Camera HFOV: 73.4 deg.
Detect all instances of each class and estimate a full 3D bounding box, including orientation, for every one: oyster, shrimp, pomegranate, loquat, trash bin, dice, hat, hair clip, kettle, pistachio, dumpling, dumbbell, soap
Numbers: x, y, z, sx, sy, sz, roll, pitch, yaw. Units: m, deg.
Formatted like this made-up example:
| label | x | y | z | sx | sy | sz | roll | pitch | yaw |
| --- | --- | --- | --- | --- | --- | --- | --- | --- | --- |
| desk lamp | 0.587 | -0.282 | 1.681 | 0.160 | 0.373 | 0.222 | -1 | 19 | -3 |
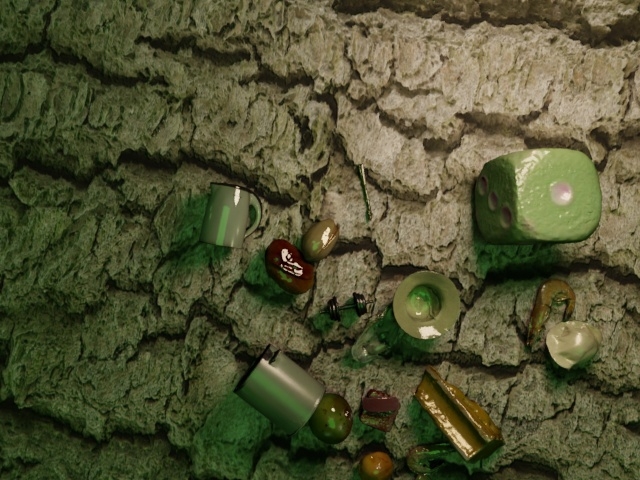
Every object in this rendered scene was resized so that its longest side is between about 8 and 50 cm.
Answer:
| label | x | y | z | sx | sy | sz | roll | pitch | yaw |
| --- | --- | --- | --- | --- | --- | --- | --- | --- | --- |
| oyster | 0.215 | 0.350 | 1.650 | 0.200 | 0.087 | 0.251 | 0 | 97 | -11 |
| shrimp | 0.446 | 0.850 | 1.673 | 0.224 | 0.047 | 0.126 | -14 | 98 | 5 |
| pomegranate | 0.017 | 0.670 | 1.613 | 0.210 | 0.180 | 0.179 | -20 | 90 | 28 |
| loquat | 0.213 | 0.869 | 1.638 | 0.138 | 0.113 | 0.137 | -8 | 118 | -16 |
| trash bin | -0.149 | 0.544 | 1.573 | 0.263 | 0.217 | 0.277 | 38 | 122 | -1 |
| dice | 0.764 | -0.144 | 1.552 | 0.319 | 0.330 | 0.321 | -1 | 89 | -6 |
| shrimp | 0.908 | 0.296 | 1.689 | 0.169 | 0.058 | 0.295 | 23 | 85 | -3 |
| hat | 0.386 | 0.236 | 1.633 | 0.258 | 0.130 | 0.256 | 0 | 90 | -3 |
| hair clip | 0.227 | 0.619 | 1.624 | 0.138 | 0.022 | 0.054 | 1 | 92 | -2 |
| kettle | -0.327 | -0.090 | 1.616 | 0.222 | 0.161 | 0.236 | 11 | 87 | -29 |
| pistachio | 0.000 | 0.000 | 1.628 | 0.124 | 0.124 | 0.184 | 38 | 86 | -1 |
| dumpling | 0.981 | 0.392 | 1.666 | 0.216 | 0.126 | 0.166 | -40 | 64 | 7 |
| dumbbell | 0.100 | 0.254 | 1.642 | 0.209 | 0.099 | 0.099 | -12 | 90 | -2 |
| soap | 0.536 | 0.676 | 1.681 | 0.169 | 0.304 | 0.338 | -44 | 51 | 5 |

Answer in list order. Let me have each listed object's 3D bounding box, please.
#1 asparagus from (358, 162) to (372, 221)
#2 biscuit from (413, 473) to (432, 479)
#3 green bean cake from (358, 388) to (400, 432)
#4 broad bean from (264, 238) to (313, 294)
| label | x | y | z | sx | sy | sz | roll | pitch | yaw |
| --- | --- | --- | --- | --- | --- | --- | --- | --- | --- |
| asparagus | 0.179 | -0.188 | 1.686 | 0.023 | 0.022 | 0.232 | -8 | 87 | -46 |
| biscuit | 0.340 | 1.060 | 1.669 | 0.099 | 0.038 | 0.322 | 31 | 93 | -5 |
| green bean cake | 0.228 | 0.657 | 1.663 | 0.135 | 0.056 | 0.135 | 23 | 89 | 0 |
| broad bean | -0.120 | 0.101 | 1.627 | 0.228 | 0.122 | 0.156 | 50 | 58 | -6 |
